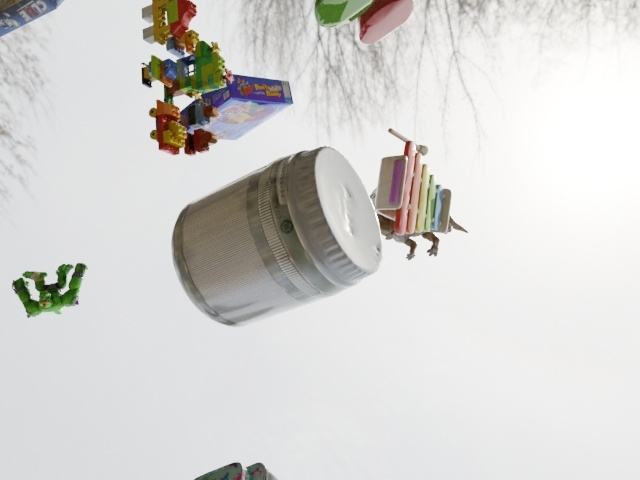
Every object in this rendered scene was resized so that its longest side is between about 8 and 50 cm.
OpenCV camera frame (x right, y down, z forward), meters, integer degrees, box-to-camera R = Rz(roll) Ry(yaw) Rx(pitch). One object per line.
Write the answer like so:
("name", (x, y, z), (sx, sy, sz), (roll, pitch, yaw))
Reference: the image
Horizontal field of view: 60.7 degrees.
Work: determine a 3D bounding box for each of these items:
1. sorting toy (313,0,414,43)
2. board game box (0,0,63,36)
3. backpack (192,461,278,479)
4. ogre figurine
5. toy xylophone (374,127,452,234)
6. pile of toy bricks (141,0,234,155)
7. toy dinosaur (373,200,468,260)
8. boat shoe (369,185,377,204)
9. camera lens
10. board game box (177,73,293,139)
("sorting toy", (0.035, -0.456, 0.955), (0.365, 0.127, 0.126), (-11, -109, -57))
("board game box", (-0.619, -0.496, 1.143), (0.243, 0.042, 0.165), (-12, -135, 22))
("backpack", (-0.222, 0.643, 1.241), (0.253, 0.191, 0.225), (-28, -147, 17))
("ogre figurine", (-0.718, 0.134, 1.463), (0.197, 0.097, 0.118), (-9, -109, -20))
("toy xylophone", (0.215, -0.129, 1.262), (0.081, 0.236, 0.322), (5, -179, 32))
("pile of toy bricks", (-0.168, -0.222, 0.747), (0.105, 0.118, 0.212), (-10, -100, 24))
("toy dinosaur", (0.250, -0.062, 1.500), (0.295, 0.127, 0.200), (-10, -132, 0))
("boat shoe", (0.236, -0.155, 2.002), (0.127, 0.340, 0.113), (7, -106, -1))
("camera lens", (-0.071, 0.000, 0.840), (0.274, 0.219, 0.219), (-22, -140, 26))
("board game box", (-0.287, -0.421, 1.773), (0.233, 0.078, 0.347), (-6, 173, -42))
